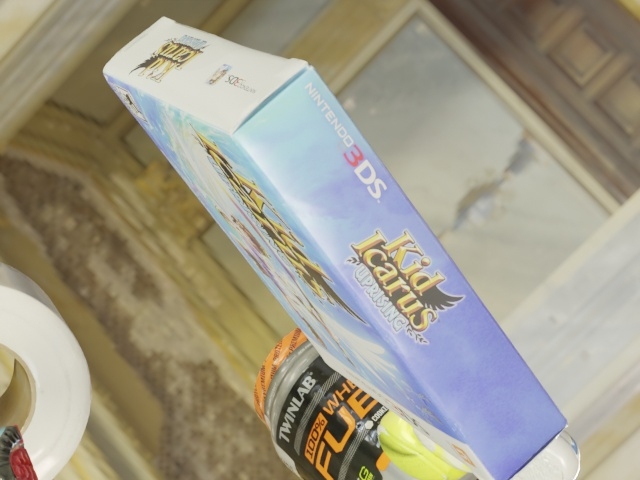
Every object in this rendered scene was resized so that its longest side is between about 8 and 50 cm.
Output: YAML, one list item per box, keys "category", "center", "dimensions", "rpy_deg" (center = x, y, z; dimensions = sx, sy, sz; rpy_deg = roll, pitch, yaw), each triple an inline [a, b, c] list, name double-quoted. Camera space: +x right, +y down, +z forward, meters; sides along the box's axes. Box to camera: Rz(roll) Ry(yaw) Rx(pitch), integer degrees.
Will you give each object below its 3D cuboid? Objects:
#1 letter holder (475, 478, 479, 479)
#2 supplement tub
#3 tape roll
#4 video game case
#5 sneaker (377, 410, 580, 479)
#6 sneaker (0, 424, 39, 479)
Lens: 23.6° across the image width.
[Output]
- category: "letter holder"
  center: [0.145, 0.359, 1.381]
  dimensions: [0.152, 0.302, 0.214]
  rpy_deg: [30, 176, -2]
- category: "supplement tub"
  center: [0.075, 0.227, 1.725]
  dimensions: [0.316, 0.194, 0.193]
  rpy_deg: [34, -178, 42]
- category: "tape roll"
  center: [-0.375, 0.148, 1.616]
  dimensions: [0.246, 0.246, 0.169]
  rpy_deg: [41, 175, -19]
- category: "video game case"
  center: [0.000, 0.000, 0.907]
  dimensions: [0.269, 0.061, 0.244]
  rpy_deg: [53, 169, -25]
- category: "sneaker"
  center: [0.143, 0.133, 1.228]
  dimensions: [0.091, 0.126, 0.240]
  rpy_deg: [53, 155, -19]
- category: "sneaker"
  center: [-0.297, 0.234, 1.278]
  dimensions: [0.104, 0.125, 0.262]
  rpy_deg: [67, 159, 13]
